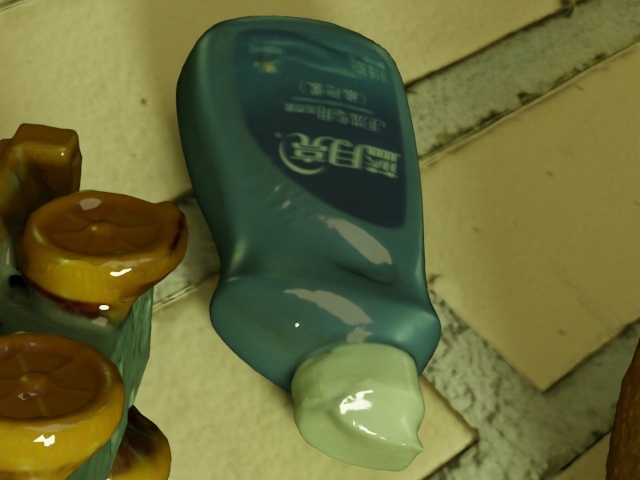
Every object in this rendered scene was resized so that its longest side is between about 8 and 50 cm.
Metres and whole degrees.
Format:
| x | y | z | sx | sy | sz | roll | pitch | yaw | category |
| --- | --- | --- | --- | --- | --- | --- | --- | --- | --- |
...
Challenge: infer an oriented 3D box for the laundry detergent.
| x | y | z | sx | sy | sz | roll | pitch | yaw | category |
| --- | --- | --- | --- | --- | --- | --- | --- | --- | --- |
| 0.000 | 0.000 | 1.085 | 0.143 | 0.094 | 0.290 | 9 | 48 | -26 | laundry detergent |

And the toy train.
| x | y | z | sx | sy | sz | roll | pitch | yaw | category |
| --- | --- | --- | --- | --- | --- | --- | --- | --- | --- |
| -0.188 | 0.085 | 0.818 | 0.231 | 0.163 | 0.369 | 9 | 28 | 2 | toy train |

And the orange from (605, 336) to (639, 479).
| x | y | z | sx | sy | sz | roll | pitch | yaw | category |
| --- | --- | --- | --- | --- | --- | --- | --- | --- | --- |
| 0.308 | 0.122 | 0.992 | 0.322 | 0.322 | 0.357 | 40 | 55 | 10 | orange |
